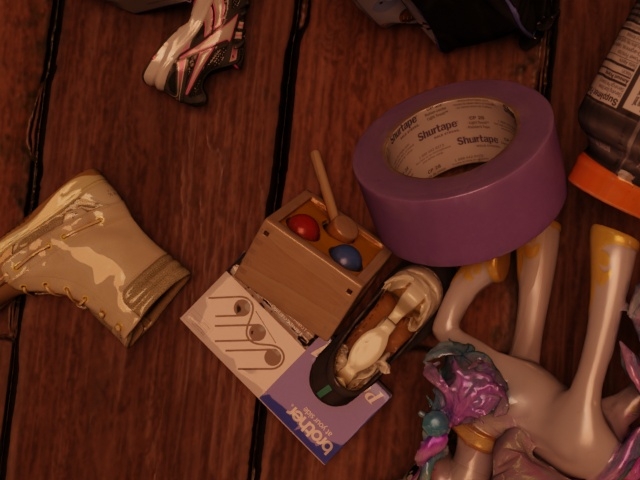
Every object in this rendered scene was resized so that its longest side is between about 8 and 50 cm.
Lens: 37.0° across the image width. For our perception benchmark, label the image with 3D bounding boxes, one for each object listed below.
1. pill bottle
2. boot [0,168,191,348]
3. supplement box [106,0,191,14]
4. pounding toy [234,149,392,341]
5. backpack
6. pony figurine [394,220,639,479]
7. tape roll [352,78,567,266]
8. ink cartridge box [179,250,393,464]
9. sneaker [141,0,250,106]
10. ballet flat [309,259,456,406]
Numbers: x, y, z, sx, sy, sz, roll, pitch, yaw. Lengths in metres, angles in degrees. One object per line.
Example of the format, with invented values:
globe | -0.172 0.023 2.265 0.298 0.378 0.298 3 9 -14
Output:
pill bottle | 0.312 -0.140 0.837 0.130 0.130 0.246 27 105 7
boot | -0.256 0.053 0.979 0.213 0.077 0.165 -43 85 -3
supplement box | -0.181 -0.359 0.972 0.111 0.114 0.220 5 81 50
pounding toy | 0.000 0.000 0.940 0.130 0.141 0.100 35 117 7
backpack | 0.115 -0.333 0.905 0.213 0.276 0.264 1 81 18
pony figurine | 0.222 0.174 0.855 0.351 0.302 0.364 23 91 39
tape roll | 0.130 -0.067 0.897 0.189 0.189 0.080 -21 125 3
ink cartridge box | -0.034 0.116 0.967 0.207 0.046 0.097 45 90 6
sneaker | -0.104 -0.217 1.002 0.077 0.072 0.178 36 97 -5
ballet flat | 0.070 0.079 0.921 0.074 0.074 0.203 43 70 7
